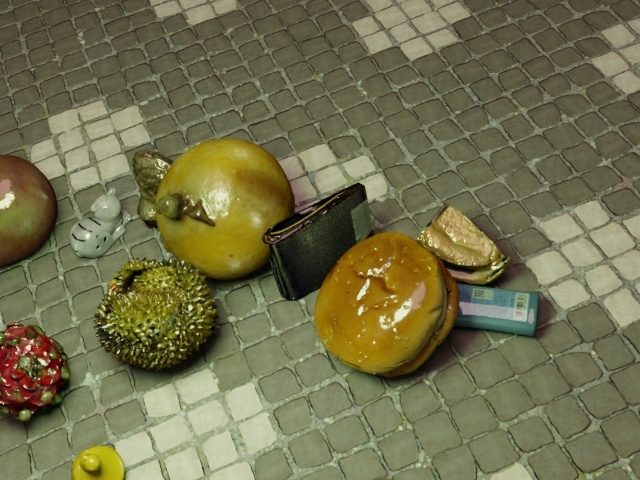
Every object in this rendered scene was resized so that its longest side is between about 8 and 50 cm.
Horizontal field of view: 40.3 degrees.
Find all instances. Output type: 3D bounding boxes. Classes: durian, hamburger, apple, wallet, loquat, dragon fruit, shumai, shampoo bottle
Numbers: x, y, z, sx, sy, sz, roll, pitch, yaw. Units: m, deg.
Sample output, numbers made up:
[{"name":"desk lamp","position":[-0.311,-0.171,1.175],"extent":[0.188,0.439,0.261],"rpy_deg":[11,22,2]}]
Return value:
[{"name":"durian","position":[-0.367,0.165,1.921],"extent":[0.293,0.258,0.258],"rpy_deg":[-4,52,19]},{"name":"hamburger","position":[0.319,0.037,1.982],"extent":[0.208,0.135,0.155],"rpy_deg":[35,80,15]},{"name":"apple","position":[-0.812,-0.076,2.167],"extent":[0.306,0.235,0.305],"rpy_deg":[-6,51,7]},{"name":"wallet","position":[0.000,0.000,1.985],"extent":[0.262,0.220,0.071],"rpy_deg":[-30,49,-13]},{"name":"loquat","position":[-0.238,-0.071,2.001],"extent":[0.328,0.328,0.360],"rpy_deg":[33,20,29]},{"name":"hamburger","position":[0.133,0.139,1.863],"extent":[0.314,0.170,0.290],"rpy_deg":[-52,49,3]},{"name":"dragon fruit","position":[-0.663,0.265,1.901],"extent":[0.218,0.198,0.273],"rpy_deg":[-22,49,-41]},{"name":"shumai","position":[-0.407,-0.122,2.182],"extent":[0.167,0.206,0.175],"rpy_deg":[21,80,17]},{"name":"shampoo bottle","position":[0.345,0.146,1.914],"extent":[0.259,0.061,0.103],"rpy_deg":[7,57,14]}]

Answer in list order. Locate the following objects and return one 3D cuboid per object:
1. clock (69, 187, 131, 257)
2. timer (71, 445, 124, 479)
[{"name":"clock","position":[-0.556,-0.041,2.172],"extent":[0.080,0.117,0.176],"rpy_deg":[25,61,26]},{"name":"timer","position":[-0.448,0.468,1.764],"extent":[0.109,0.107,0.107],"rpy_deg":[-18,32,56]}]
